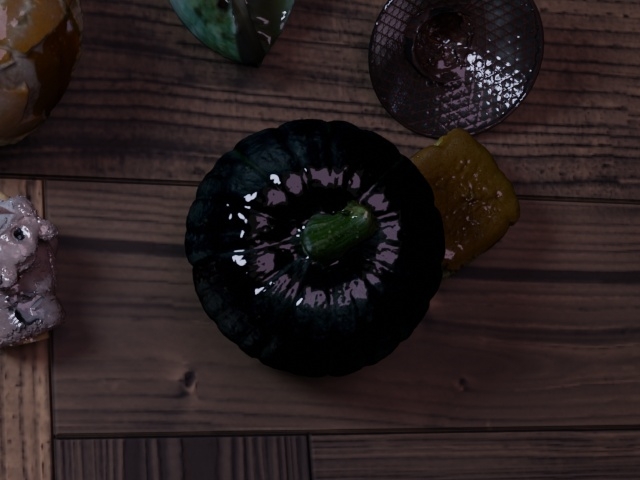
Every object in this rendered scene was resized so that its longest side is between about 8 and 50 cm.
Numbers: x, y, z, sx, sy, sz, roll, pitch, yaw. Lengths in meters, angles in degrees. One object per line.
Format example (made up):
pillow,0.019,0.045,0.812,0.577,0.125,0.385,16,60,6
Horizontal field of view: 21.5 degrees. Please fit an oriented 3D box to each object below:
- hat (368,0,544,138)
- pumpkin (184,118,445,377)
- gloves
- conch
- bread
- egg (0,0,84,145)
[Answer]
hat,0.134,-0.208,1.780,0.193,0.082,0.193,-5,112,-12
pumpkin,0.000,0.000,1.560,0.248,0.248,0.248,7,71,-20
gloves,-0.281,0.025,1.528,0.110,0.094,0.144,-36,97,-16
conch,-0.082,-0.283,1.689,0.176,0.122,0.188,50,63,-24
bread,0.129,-0.037,1.724,0.140,0.069,0.128,-40,90,-28
egg,-0.308,-0.196,1.529,0.195,0.195,0.233,20,54,-15
